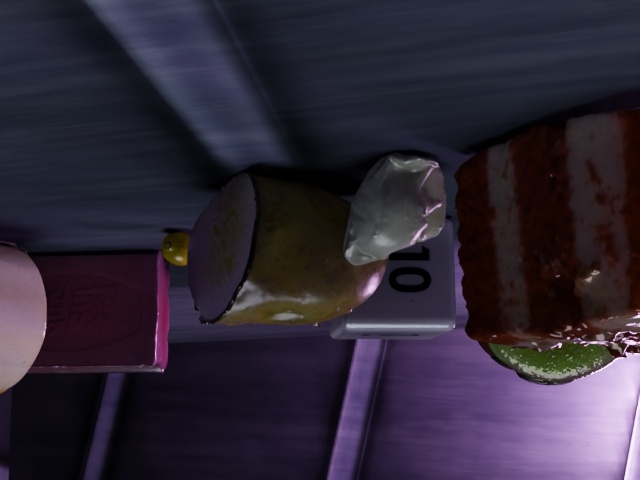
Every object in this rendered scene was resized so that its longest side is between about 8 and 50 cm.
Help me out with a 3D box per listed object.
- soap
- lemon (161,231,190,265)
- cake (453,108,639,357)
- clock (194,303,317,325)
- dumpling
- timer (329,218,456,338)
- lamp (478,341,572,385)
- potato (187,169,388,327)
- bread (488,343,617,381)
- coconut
[{"bbox_3d":[-0.486,0.145,2.082,0.360,0.232,0.128,-1,168,4],"label":"soap"},{"bbox_3d":[-0.251,0.014,1.866,0.062,0.062,0.083,-6,170,23],"label":"lemon"},{"bbox_3d":[0.359,-0.001,1.293,0.270,0.270,0.319,5,166,-30],"label":"cake"},{"bbox_3d":[-0.123,0.120,2.317,0.277,0.120,0.379,8,171,-24],"label":"clock"},{"bbox_3d":[0.109,-0.036,1.432,0.134,0.169,0.100,11,-174,-32],"label":"dumpling"},{"bbox_3d":[0.120,0.070,1.830,0.195,0.192,0.194,1,169,-6],"label":"timer"},{"bbox_3d":[0.442,0.143,2.018,0.303,0.257,0.303,10,149,6],"label":"lamp"},{"bbox_3d":[-0.029,0.018,1.521,0.266,0.229,0.229,9,166,-28],"label":"potato"},{"bbox_3d":[0.426,0.112,1.850,0.302,0.301,0.045,-3,-167,10],"label":"bread"},{"bbox_3d":[-0.632,0.134,1.857,0.323,0.322,0.323,-1,169,0],"label":"coconut"}]
